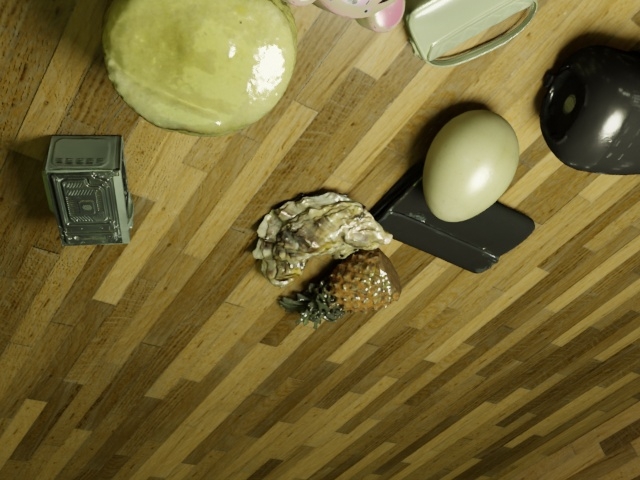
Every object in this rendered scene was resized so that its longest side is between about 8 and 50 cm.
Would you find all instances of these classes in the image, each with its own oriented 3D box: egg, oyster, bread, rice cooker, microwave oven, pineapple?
[{"bbox_3d":[0.319,-0.159,1.376,0.189,0.188,0.253,25,100,-33],"label":"egg"},{"bbox_3d":[0.000,0.001,1.529,0.352,0.114,0.237,-8,139,17],"label":"oyster"},{"bbox_3d":[-0.200,-0.324,1.070,0.321,0.237,0.320,-8,127,-10],"label":"bread"},{"bbox_3d":[0.591,-0.266,1.312,0.225,0.267,0.267,7,134,-11],"label":"rice cooker"},{"bbox_3d":[-0.473,-0.098,1.309,0.163,0.122,0.208,-3,136,-13],"label":"microwave oven"},{"bbox_3d":[0.039,0.144,1.674,0.341,0.169,0.169,-25,136,22],"label":"pineapple"}]

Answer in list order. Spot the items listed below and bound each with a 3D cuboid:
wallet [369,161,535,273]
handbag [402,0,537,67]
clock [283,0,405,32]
[{"bbox_3d":[0.333,-0.042,1.608,0.406,0.062,0.228,22,127,-30],"label":"wallet"},{"bbox_3d":[0.284,-0.428,1.195,0.256,0.079,0.219,-26,146,13],"label":"handbag"},{"bbox_3d":[0.068,-0.494,0.968,0.284,0.114,0.309,4,115,-36],"label":"clock"}]
